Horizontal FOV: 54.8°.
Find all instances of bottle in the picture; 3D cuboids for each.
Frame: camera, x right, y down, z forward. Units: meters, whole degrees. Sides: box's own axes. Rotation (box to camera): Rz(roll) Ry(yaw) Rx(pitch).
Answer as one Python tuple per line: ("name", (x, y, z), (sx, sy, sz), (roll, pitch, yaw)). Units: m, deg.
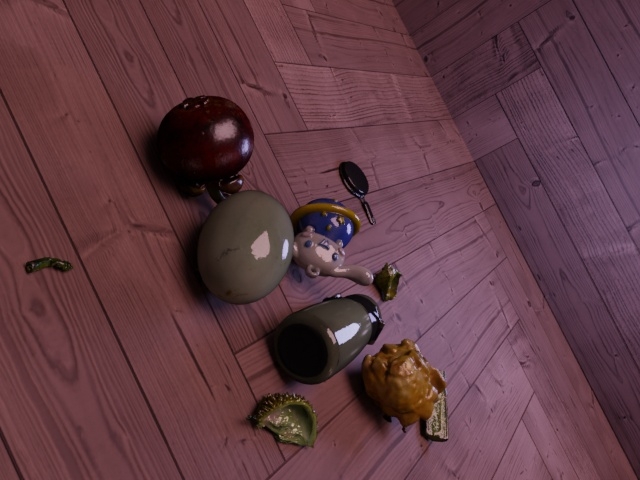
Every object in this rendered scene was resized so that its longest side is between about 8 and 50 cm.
("bottle", (0.037, 0.219, 1.494), (0.347, 0.168, 0.168), (-16, 79, -62))

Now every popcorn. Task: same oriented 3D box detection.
("popcorn", (0.207, 0.370, 1.614), (0.191, 0.190, 0.254), (-40, 113, -28))

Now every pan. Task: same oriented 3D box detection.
("pan", (0.136, -0.162, 2.049), (0.136, 0.028, 0.235), (-18, 81, -58))

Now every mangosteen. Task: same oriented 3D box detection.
("mangosteen", (-0.248, -0.193, 1.382), (0.215, 0.215, 0.258), (-66, 152, -52))

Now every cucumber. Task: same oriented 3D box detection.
("cucumber", (0.328, 0.483, 1.808), (0.078, 0.062, 0.211), (13, 55, -9))

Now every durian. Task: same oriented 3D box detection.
("durian", (-0.073, 0.369, 1.300), (0.215, 0.086, 0.100), (38, 52, -37))

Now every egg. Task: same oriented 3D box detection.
("egg", (-0.159, 0.011, 1.326), (0.203, 0.203, 0.283), (44, 37, -26))

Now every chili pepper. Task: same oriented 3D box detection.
("chili pepper", (-0.459, 0.041, 1.048), (0.027, 0.022, 0.083), (39, 21, 30))

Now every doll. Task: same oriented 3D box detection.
("doll", (-0.030, -0.004, 1.609), (0.311, 0.159, 0.243), (11, 68, -24))

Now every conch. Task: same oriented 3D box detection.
("conch", (0.212, 0.125, 1.891), (0.089, 0.074, 0.121), (-6, 93, -19))
